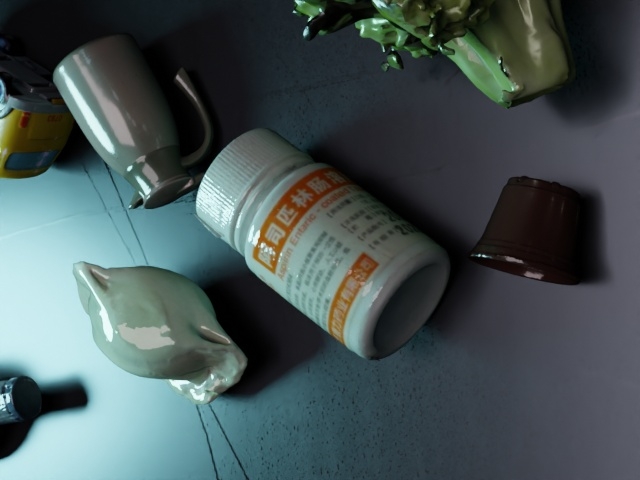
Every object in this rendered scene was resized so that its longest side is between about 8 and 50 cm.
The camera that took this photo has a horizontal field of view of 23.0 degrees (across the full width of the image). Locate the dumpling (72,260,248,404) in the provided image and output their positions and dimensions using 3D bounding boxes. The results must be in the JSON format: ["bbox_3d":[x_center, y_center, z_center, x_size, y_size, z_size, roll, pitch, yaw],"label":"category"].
[{"bbox_3d":[-0.182,0.107,1.735,0.229,0.124,0.151,31,142,19],"label":"dumpling"}]

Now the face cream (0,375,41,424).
[{"bbox_3d":[-0.463,0.215,1.900,0.291,0.071,0.144,-13,110,28],"label":"face cream"}]

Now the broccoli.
[{"bbox_3d":[0.143,-0.261,1.490,0.280,0.348,0.293,68,161,4],"label":"broccoli"}]

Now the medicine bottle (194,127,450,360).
[{"bbox_3d":[0.000,0.000,1.612,0.252,0.144,0.144,37,107,28],"label":"medicine bottle"}]

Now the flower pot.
[{"bbox_3d":[0.207,-0.013,1.520,0.111,0.111,0.089,12,84,30],"label":"flower pot"}]

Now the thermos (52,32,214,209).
[{"bbox_3d":[-0.196,-0.134,1.759,0.137,0.105,0.193,-29,76,-6],"label":"thermos"}]

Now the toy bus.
[{"bbox_3d":[-0.391,-0.160,1.853,0.209,0.126,0.136,33,113,26],"label":"toy bus"}]
